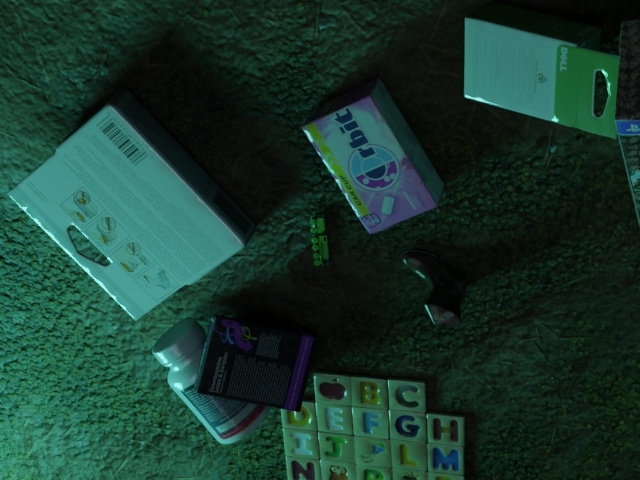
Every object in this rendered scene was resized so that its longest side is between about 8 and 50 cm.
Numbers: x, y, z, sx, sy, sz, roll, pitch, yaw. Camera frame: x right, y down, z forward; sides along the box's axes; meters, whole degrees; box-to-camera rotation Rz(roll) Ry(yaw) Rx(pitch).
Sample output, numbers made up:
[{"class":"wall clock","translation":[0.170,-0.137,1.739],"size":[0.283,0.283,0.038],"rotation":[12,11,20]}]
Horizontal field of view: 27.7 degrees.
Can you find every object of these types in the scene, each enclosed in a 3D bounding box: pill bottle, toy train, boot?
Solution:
[{"class":"pill bottle","translation":[-0.164,0.206,1.943],"size":[0.108,0.108,0.180],"rotation":[-28,110,29]},{"class":"toy train","translation":[0.000,0.000,1.823],"size":[0.024,0.017,0.083],"rotation":[-3,120,6]},{"class":"boot","translation":[0.149,0.066,1.759],"size":[0.106,0.114,0.037],"rotation":[25,124,0]}]

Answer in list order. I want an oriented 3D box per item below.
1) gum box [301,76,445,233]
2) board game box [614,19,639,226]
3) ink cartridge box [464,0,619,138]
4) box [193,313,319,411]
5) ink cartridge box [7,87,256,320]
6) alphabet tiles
[{"class":"gum box","translation":[0.074,-0.106,1.707],"size":[0.107,0.062,0.188],"rotation":[-23,112,27]},{"class":"board game box","translation":[0.471,-0.111,1.464],"size":[0.232,0.141,0.291],"rotation":[-2,147,21]},{"class":"ink cartridge box","translation":[0.273,-0.204,1.542],"size":[0.209,0.062,0.109],"rotation":[21,129,33]},{"class":"box","translation":[-0.094,0.178,1.888],"size":[0.162,0.029,0.116],"rotation":[13,94,-19]},{"class":"ink cartridge box","translation":[-0.268,-0.044,1.849],"size":[0.239,0.060,0.275],"rotation":[-34,107,32]},{"class":"alphabet tiles","translation":[0.083,0.347,2.016],"size":[0.285,0.011,0.342],"rotation":[5,122,14]}]
